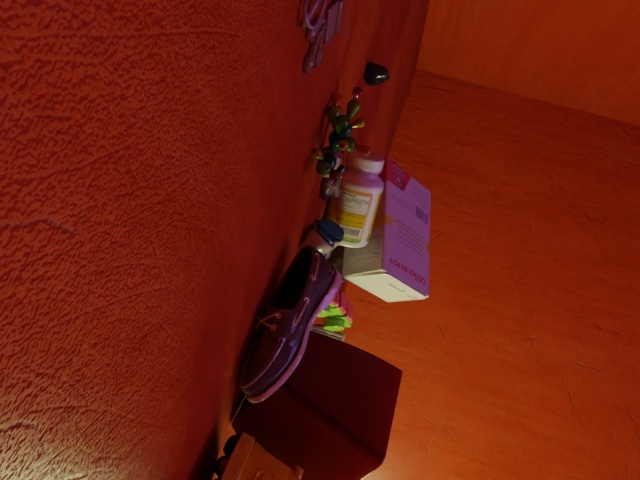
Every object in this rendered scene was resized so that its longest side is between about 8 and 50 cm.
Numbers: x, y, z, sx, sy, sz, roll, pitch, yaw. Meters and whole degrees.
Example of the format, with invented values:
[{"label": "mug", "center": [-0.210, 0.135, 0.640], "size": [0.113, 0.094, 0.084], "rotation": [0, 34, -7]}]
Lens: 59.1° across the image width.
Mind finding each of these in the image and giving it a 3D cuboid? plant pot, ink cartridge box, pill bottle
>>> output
[{"label": "plant pot", "center": [-0.019, 0.347, 1.167], "size": [0.267, 0.235, 0.267], "rotation": [-47, -174, 30]}, {"label": "ink cartridge box", "center": [0.219, -0.024, 1.817], "size": [0.279, 0.160, 0.385], "rotation": [30, 57, -44]}, {"label": "pill bottle", "center": [0.095, -0.117, 1.547], "size": [0.136, 0.136, 0.246], "rotation": [-56, 161, -67]}]

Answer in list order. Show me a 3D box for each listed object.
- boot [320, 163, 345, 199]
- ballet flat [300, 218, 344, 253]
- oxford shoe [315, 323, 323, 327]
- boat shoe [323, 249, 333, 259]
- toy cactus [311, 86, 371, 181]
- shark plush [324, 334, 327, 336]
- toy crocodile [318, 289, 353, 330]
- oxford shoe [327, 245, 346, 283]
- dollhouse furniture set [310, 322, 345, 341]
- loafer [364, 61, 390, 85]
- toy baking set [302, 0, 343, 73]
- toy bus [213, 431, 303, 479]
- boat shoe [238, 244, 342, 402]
[{"label": "boot", "center": [0.038, -0.149, 1.393], "size": [0.118, 0.042, 0.087], "rotation": [-45, 161, -59]}, {"label": "ballet flat", "center": [0.000, 0.000, 1.400], "size": [0.248, 0.086, 0.086], "rotation": [-30, 137, -77]}, {"label": "oxford shoe", "center": [-0.043, 0.429, 2.022], "size": [0.098, 0.096, 0.272], "rotation": [47, 53, -58]}, {"label": "boat shoe", "center": [0.056, -0.032, 1.686], "size": [0.083, 0.075, 0.226], "rotation": [92, 17, -62]}, {"label": "toy cactus", "center": [0.040, -0.197, 1.175], "size": [0.181, 0.112, 0.219], "rotation": [113, -10, -58]}, {"label": "shark plush", "center": [-0.032, 0.340, 1.706], "size": [0.161, 0.067, 0.073], "rotation": [-37, -171, -21]}, {"label": "toy crocodile", "center": [0.040, 0.191, 1.690], "size": [0.340, 0.105, 0.115], "rotation": [51, 39, -57]}, {"label": "oxford shoe", "center": [0.076, 0.000, 1.867], "size": [0.147, 0.140, 0.397], "rotation": [65, 36, -28]}, {"label": "dollhouse furniture set", "center": [-0.030, 0.338, 1.846], "size": [0.183, 0.129, 0.129], "rotation": [-2, -113, 66]}, {"label": "loafer", "center": [0.164, -0.460, 1.583], "size": [0.170, 0.061, 0.062], "rotation": [-53, 158, -71]}, {"label": "toy baking set", "center": [0.016, -0.360, 0.828], "size": [0.256, 0.030, 0.197], "rotation": [83, 25, -72]}, {"label": "toy bus", "center": [-0.110, 0.476, 1.017], "size": [0.150, 0.211, 0.220], "rotation": [-68, -175, -46]}, {"label": "boat shoe", "center": [-0.070, 0.152, 1.086], "size": [0.097, 0.116, 0.324], "rotation": [51, 55, -28]}]
